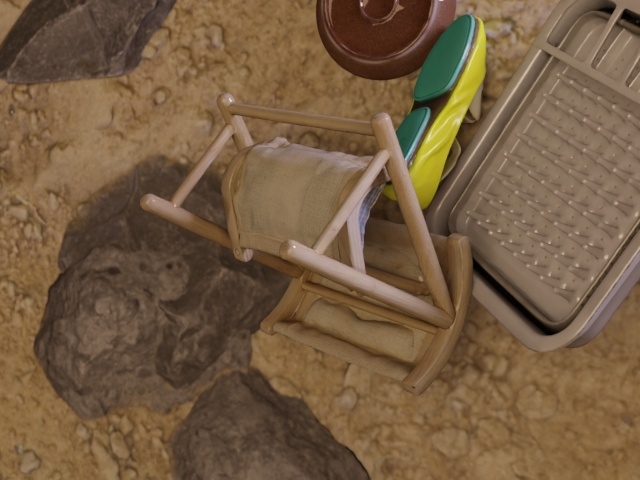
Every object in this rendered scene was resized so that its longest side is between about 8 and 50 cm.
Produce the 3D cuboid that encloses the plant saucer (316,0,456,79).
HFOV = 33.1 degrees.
[{"bbox_3d":[0.068,-0.266,1.215,0.168,0.029,0.168,0,89,23],"label":"plant saucer"}]

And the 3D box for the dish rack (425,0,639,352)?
[{"bbox_3d":[0.261,-0.071,1.058,0.332,0.072,0.285,-57,35,12],"label":"dish rack"}]

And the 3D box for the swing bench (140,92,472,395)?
[{"bbox_3d":[0.000,0.000,1.099,0.253,0.254,0.165,16,65,47],"label":"swing bench"}]

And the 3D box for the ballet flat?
[{"bbox_3d":[0.131,-0.132,1.156,0.077,0.077,0.231,-4,54,55],"label":"ballet flat"}]
